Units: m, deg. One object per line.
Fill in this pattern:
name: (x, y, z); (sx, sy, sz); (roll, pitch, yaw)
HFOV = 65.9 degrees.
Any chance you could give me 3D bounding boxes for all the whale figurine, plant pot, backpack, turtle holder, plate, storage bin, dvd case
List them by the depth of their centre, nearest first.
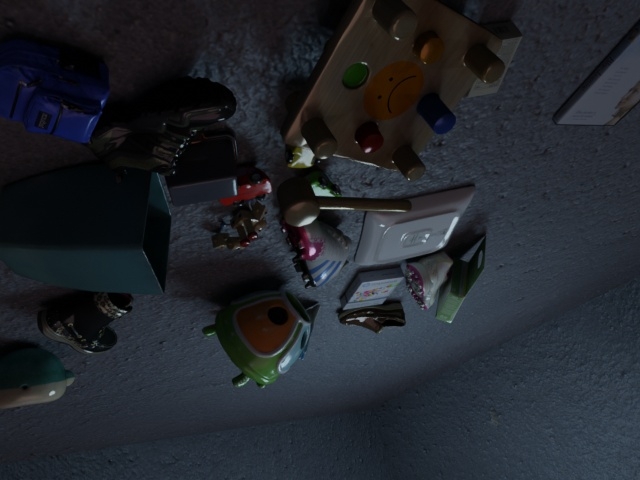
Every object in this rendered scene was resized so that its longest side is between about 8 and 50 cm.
backpack: (-0.327, -0.180, 0.595); (0.120, 0.101, 0.098); (12, 133, -38)
storage bin: (-0.193, -0.116, 0.792); (0.135, 0.091, 0.098); (-12, 151, -12)
plant pot: (-0.379, -0.014, 0.795); (0.235, 0.165, 0.165); (-2, 150, -6)
dvd case: (0.600, -0.319, 0.956); (0.181, 0.022, 0.253); (-5, 149, -23)
plate: (0.236, -0.020, 1.257); (0.278, 0.045, 0.277); (-12, 151, -11)
whale figurine: (-0.762, 0.349, 1.287); (0.216, 0.141, 0.272); (-2, 172, -27)
turtle holder: (-0.134, 0.257, 1.338); (0.227, 0.243, 0.320); (-39, 140, 3)

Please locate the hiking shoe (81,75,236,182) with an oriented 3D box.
hiking shoe: (-0.216, -0.153, 0.706); (0.227, 0.086, 0.114); (-13, 140, 11)

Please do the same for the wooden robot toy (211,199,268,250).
wooden robot toy: (-0.143, -0.024, 1.012); (0.173, 0.076, 0.079); (-38, 157, 33)

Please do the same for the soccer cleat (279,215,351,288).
soccer cleat: (0.000, 0.000, 1.109); (0.143, 0.116, 0.331); (-28, 157, -9)

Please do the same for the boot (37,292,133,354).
boot: (-0.508, 0.190, 1.162); (0.179, 0.085, 0.236); (-24, 151, 6)

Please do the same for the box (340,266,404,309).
box: (0.156, 0.149, 1.518); (0.145, 0.038, 0.186); (-5, 148, -22)

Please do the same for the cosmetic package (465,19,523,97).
cosmetic package: (0.271, -0.291, 0.798); (0.060, 0.041, 0.115); (-12, 151, -11)

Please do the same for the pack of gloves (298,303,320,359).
pack of gloves: (-0.087, 0.314, 1.497); (0.195, 0.232, 0.046); (-31, 110, 27)

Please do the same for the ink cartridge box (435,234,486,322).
ink cartridge box: (0.415, 0.108, 1.465); (0.056, 0.171, 0.235); (20, 130, 6)

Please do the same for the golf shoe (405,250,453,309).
golf shoe: (0.338, 0.124, 1.506); (0.140, 0.115, 0.306); (-32, 159, -4)

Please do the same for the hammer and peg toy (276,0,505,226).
hammer and peg toy: (0.080, -0.182, 0.740); (0.266, 0.127, 0.361); (6, 133, -37)

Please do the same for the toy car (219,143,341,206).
toy car: (-0.044, -0.119, 0.912); (0.239, 0.053, 0.225); (-31, 149, 25)

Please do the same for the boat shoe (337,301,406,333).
boat shoe: (0.185, 0.269, 1.685); (0.258, 0.095, 0.095); (-3, 148, -25)
